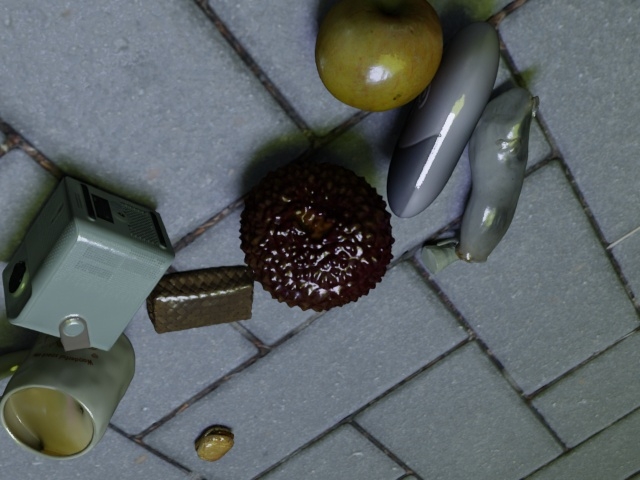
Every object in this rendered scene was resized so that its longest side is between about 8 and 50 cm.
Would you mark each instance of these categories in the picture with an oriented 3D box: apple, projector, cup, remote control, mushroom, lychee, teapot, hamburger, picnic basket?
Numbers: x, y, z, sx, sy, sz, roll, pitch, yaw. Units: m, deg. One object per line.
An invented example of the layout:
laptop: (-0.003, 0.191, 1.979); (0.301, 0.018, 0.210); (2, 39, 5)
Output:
apple: (0.082, -0.269, 1.264); (0.182, 0.182, 0.155); (-7, 137, -17)
projector: (-0.364, 0.047, 1.359); (0.177, 0.163, 0.242); (23, 115, -35)
cup: (-0.441, 0.248, 1.466); (0.255, 0.202, 0.173); (-25, 114, 21)
remote control: (0.186, -0.181, 1.364); (0.103, 0.221, 0.332); (23, 123, 2)
mushroom: (0.305, -0.103, 1.543); (0.109, 0.097, 0.351); (-20, 132, -29)
lychee: (0.000, 0.000, 1.434); (0.271, 0.271, 0.271); (-12, 133, -13)
teapot: (0.238, 0.022, 1.669); (0.083, 0.057, 0.067); (-19, 138, -17)
hamburger: (-0.218, 0.421, 1.832); (0.076, 0.044, 0.083); (28, 113, -36)
picnic basket: (-0.206, 0.107, 1.554); (0.193, 0.055, 0.110); (-9, 132, -18)
